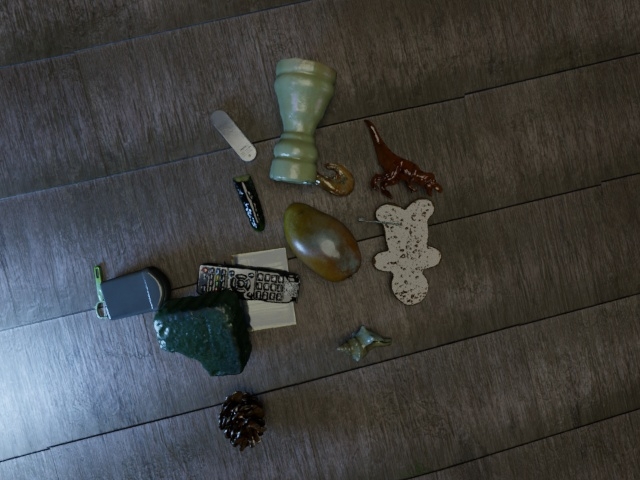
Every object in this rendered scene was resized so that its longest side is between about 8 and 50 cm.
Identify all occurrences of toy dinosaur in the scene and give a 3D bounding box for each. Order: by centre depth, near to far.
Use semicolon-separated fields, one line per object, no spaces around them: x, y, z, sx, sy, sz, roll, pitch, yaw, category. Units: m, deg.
0.281;-0.285;1.676;0.432;0.097;0.208;40;96;4;toy dinosaur

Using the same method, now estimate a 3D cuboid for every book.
-0.229;0.201;1.688;0.229;0.018;0.322;-7;91;-3;book

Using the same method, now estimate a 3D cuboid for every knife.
-0.879;0.205;1.646;0.055;0.015;0.211;-6;92;4;knife

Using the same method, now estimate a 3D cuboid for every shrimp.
0.051;-0.254;1.695;0.188;0.051;0.132;23;70;-9;shrimp

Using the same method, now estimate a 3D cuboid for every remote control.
-0.282;0.165;1.645;0.399;0.062;0.144;7;90;-1;remote control
-0.348;-0.419;1.672;0.077;0.022;0.245;-40;94;0;remote control

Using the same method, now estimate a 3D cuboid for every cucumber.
-0.275;-0.148;1.656;0.075;0.074;0.241;-21;95;-3;cucumber

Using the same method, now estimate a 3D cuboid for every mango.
0.000;0.000;1.620;0.221;0.199;0.384;-41;81;5;mango

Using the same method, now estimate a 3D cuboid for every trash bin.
-0.709;0.204;1.617;0.237;0.101;0.176;-15;93;-2;trash bin

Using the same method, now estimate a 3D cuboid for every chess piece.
-0.083;-0.442;1.604;0.234;0.234;0.441;8;95;-4;chess piece

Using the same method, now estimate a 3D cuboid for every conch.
0.174;0.401;1.671;0.234;0.137;0.114;-25;63;-14;conch

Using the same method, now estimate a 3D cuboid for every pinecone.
-0.303;0.692;1.597;0.184;0.204;0.179;36;92;-20;pinecone

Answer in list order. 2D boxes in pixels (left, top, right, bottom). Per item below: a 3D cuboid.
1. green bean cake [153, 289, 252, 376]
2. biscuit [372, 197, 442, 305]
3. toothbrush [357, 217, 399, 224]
-0.438;0.357;1.580;0.308;0.169;0.300;-9;106;5;green bean cake
0.349;0.050;1.703;0.283;0.064;0.431;-7;90;2;biscuit
0.233;-0.077;1.671;0.167;0.011;0.014;7;83;4;toothbrush
